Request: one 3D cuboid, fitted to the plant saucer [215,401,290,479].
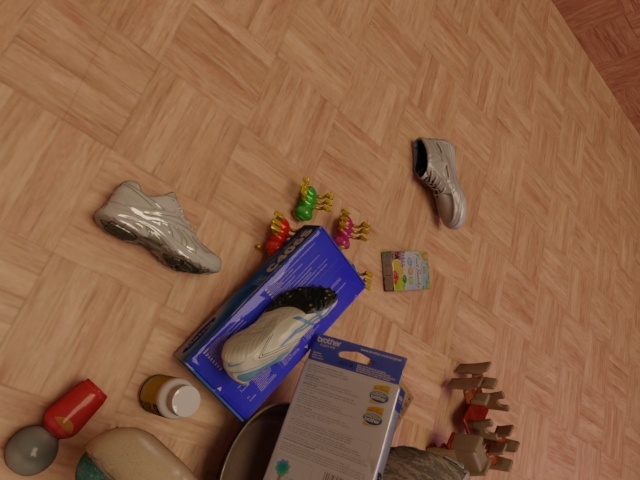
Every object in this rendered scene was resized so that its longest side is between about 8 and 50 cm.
[{"bbox_3d":[-0.090,0.456,0.950,0.311,0.050,0.310,17,69,-53],"label":"plant saucer"}]

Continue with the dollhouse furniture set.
[{"bbox_3d":[0.396,0.492,1.372,0.259,0.135,0.261,-34,106,-50],"label":"dollhouse furniture set"}]

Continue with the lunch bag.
[{"bbox_3d":[0.137,0.511,0.977,0.305,0.256,0.212,14,64,-62],"label":"lunch bag"}]

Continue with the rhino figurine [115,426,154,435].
[{"bbox_3d":[-0.266,0.400,0.827,0.106,0.073,0.243,-31,96,-34],"label":"rhino figurine"}]

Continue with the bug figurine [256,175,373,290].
[{"bbox_3d":[0.000,0.000,1.119,0.279,0.072,0.216,35,56,-27],"label":"bug figurine"}]

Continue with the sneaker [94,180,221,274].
[{"bbox_3d":[-0.256,-0.025,0.894,0.232,0.090,0.115,37,58,-32],"label":"sneaker"}]

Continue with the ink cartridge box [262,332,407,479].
[{"bbox_3d":[0.028,0.332,0.896,0.065,0.186,0.310,52,53,-57],"label":"ink cartridge box"}]

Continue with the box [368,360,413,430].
[{"bbox_3d":[0.128,0.387,1.202,0.201,0.021,0.164,-49,114,-34],"label":"box"}]

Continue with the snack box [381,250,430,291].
[{"bbox_3d":[0.218,0.077,1.317,0.141,0.037,0.100,2,83,-41],"label":"snack box"}]

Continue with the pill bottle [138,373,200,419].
[{"bbox_3d":[-0.242,0.253,0.840,0.065,0.116,0.065,8,77,-40],"label":"pill bottle"}]

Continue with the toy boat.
[{"bbox_3d":[-0.282,0.325,0.701,0.148,0.318,0.267,-46,150,-29],"label":"toy boat"}]

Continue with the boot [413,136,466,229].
[{"bbox_3d":[0.311,-0.155,1.410,0.124,0.095,0.258,1,74,-35],"label":"boot"}]

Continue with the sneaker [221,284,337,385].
[{"bbox_3d":[-0.066,0.157,0.900,0.237,0.085,0.086,-33,134,-28],"label":"sneaker"}]

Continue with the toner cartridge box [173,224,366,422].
[{"bbox_3d":[-0.083,0.144,0.971,0.348,0.075,0.165,-45,112,-21],"label":"toner cartridge box"}]
